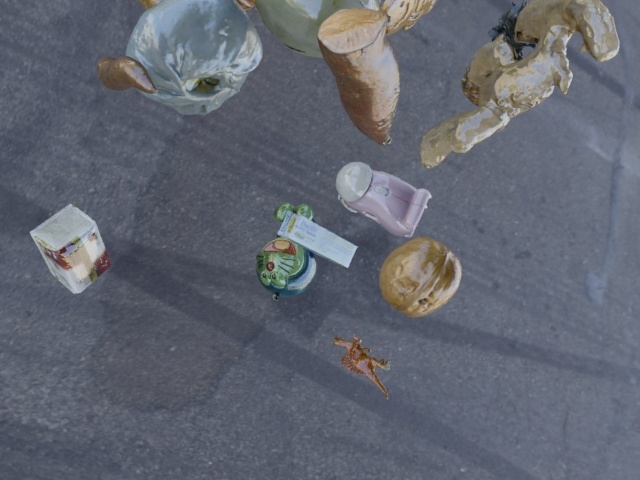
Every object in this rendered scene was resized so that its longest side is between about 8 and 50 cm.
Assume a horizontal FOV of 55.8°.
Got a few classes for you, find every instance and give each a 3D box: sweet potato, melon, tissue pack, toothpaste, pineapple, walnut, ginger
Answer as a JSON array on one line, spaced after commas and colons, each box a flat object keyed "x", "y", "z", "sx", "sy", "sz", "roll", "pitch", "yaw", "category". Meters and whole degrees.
[{"x": -0.381, "y": -0.319, "z": 1.161, "sx": 0.059, "sy": 0.281, "sz": 0.067, "roll": -16, "pitch": 112, "yaw": -26, "category": "sweet potato"}, {"x": -0.005, "y": -0.587, "z": 1.491, "sx": 0.330, "sy": 0.268, "sz": 0.268, "roll": 32, "pitch": 57, "yaw": 4, "category": "melon"}, {"x": -0.520, "y": 0.020, "z": 1.277, "sx": 0.099, "sy": 0.148, "sz": 0.106, "roll": 32, "pitch": 58, "yaw": 21, "category": "tissue pack"}, {"x": 0.000, "y": 0.000, "z": 1.027, "sx": 0.164, "sy": 0.034, "sz": 0.046, "roll": 28, "pitch": 84, "yaw": -46, "category": "toothpaste"}, {"x": 0.419, "y": -0.421, "z": 1.379, "sx": 0.128, "sy": 0.248, "sz": 0.128, "roll": 8, "pitch": 55, "yaw": -12, "category": "pineapple"}, {"x": 0.094, "y": -0.298, "z": 1.153, "sx": 0.336, "sy": 0.131, "sz": 0.131, "roll": 55, "pitch": 40, "yaw": -61, "category": "sweet potato"}, {"x": 0.262, "y": 0.095, "z": 1.596, "sx": 0.195, "sy": 0.222, "sz": 0.195, "roll": 25, "pitch": 41, "yaw": -25, "category": "walnut"}, {"x": 0.212, "y": -0.186, "z": 0.708, "sx": 0.065, "sy": 0.259, "sz": 0.149, "roll": 28, "pitch": 40, "yaw": -28, "category": "ginger"}]

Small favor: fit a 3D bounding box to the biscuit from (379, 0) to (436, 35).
[{"x": 0.174, "y": -0.455, "z": 1.153, "sx": 0.027, "sy": 0.133, "sz": 0.184, "roll": 45, "pitch": 49, "yaw": 16, "category": "biscuit"}]

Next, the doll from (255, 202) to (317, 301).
[{"x": -0.094, "y": 0.048, "z": 1.961, "sx": 0.186, "sy": 0.199, "sz": 0.322, "roll": 46, "pitch": 62, "yaw": -51, "category": "doll"}]

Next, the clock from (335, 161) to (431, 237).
[{"x": 0.215, "y": -0.150, "z": 2.180, "sx": 0.326, "sy": 0.342, "sz": 0.184, "roll": 28, "pitch": 82, "yaw": 8, "category": "clock"}]

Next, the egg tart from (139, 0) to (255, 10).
[{"x": -0.342, "y": -0.810, "z": 1.782, "sx": 0.443, "sy": 0.443, "sz": 0.178, "roll": -7, "pitch": 73, "yaw": -37, "category": "egg tart"}]

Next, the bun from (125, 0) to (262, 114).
[{"x": -0.310, "y": -0.468, "z": 1.548, "sx": 0.354, "sy": 0.354, "sz": 0.194, "roll": -3, "pitch": 51, "yaw": -36, "category": "bun"}]

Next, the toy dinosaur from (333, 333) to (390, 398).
[{"x": 0.111, "y": 0.325, "z": 1.618, "sx": 0.142, "sy": 0.057, "sz": 0.212, "roll": 9, "pitch": 26, "yaw": -8, "category": "toy dinosaur"}]
